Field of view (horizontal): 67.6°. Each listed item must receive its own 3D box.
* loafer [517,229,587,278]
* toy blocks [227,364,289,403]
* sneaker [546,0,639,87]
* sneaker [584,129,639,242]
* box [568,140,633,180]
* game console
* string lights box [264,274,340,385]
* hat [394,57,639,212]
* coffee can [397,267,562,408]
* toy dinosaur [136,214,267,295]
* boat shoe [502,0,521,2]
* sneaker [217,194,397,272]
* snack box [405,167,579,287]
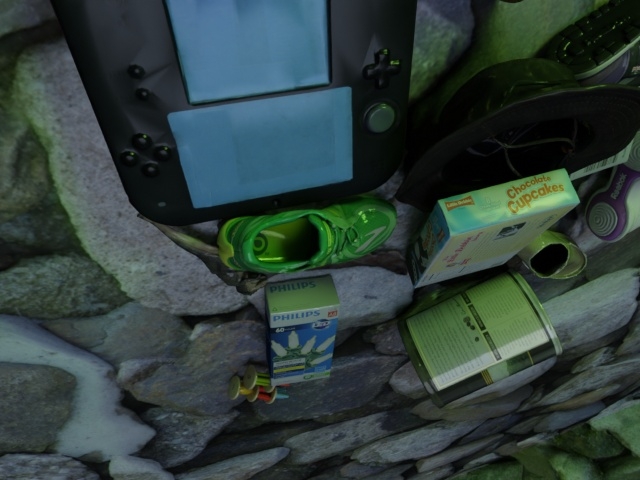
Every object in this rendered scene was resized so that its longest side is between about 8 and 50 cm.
[{"bbox_3d":[0.461,0.034,0.969,0.268,0.092,0.102,20,125,-34],"label":"loafer"},{"bbox_3d":[-0.119,0.335,1.097,0.148,0.054,0.123,21,136,-35],"label":"toy blocks"},{"bbox_3d":[0.454,-0.283,0.646,0.283,0.107,0.124,-26,145,20],"label":"sneaker"},{"bbox_3d":[0.592,-0.133,0.852,0.152,0.114,0.305,-20,144,-18],"label":"sneaker"},{"bbox_3d":[0.418,-0.169,0.747,0.101,0.087,0.102,-19,137,1],"label":"box"},{"bbox_3d":[-0.073,-0.178,0.588,0.385,0.060,0.342,-11,137,-9],"label":"game console"},{"bbox_3d":[-0.042,0.188,0.964,0.133,0.077,0.260,-7,136,-11],"label":"string lights box"},{"bbox_3d":[0.245,-0.154,0.646,0.330,0.134,0.331,-11,164,-3],"label":"hat"},{"bbox_3d":[0.332,0.208,1.024,0.275,0.202,0.202,-28,137,10],"label":"coffee can"},{"bbox_3d":[-0.148,0.016,0.765,0.118,0.064,0.268,-28,134,20],"label":"toy dinosaur"},{"bbox_3d":[0.182,-0.316,0.541,0.152,0.049,0.056,8,150,-32],"label":"boat shoe"},{"bbox_3d":[0.000,0.000,0.714,0.295,0.123,0.110,-13,104,-26],"label":"sneaker"},{"bbox_3d":[0.258,-0.003,0.793,0.186,0.060,0.322,-15,162,-3],"label":"snack box"}]
